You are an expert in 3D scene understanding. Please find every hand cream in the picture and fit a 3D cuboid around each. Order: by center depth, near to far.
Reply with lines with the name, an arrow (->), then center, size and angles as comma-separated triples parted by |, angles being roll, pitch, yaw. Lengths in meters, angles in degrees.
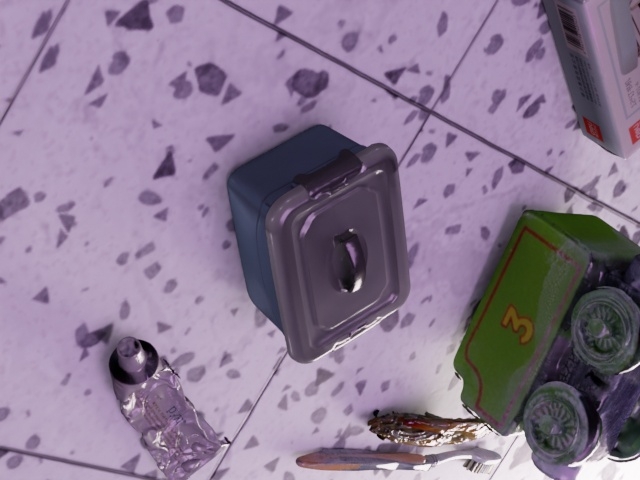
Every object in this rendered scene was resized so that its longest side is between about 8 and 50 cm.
hand cream -> -0.169, 0.176, 1.758 | 0.084, 0.050, 0.257 | -39, 144, -12

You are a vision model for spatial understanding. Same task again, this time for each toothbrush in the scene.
toothbrush -> 0.105, 0.276, 2.091 | 0.375, 0.028, 0.037 | 9, 119, -46

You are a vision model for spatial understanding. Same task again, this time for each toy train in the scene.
toy train -> 0.302, 0.127, 1.996 | 0.173, 0.249, 0.307 | 3, 118, -45

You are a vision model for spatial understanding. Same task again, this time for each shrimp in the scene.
shrimp -> 0.133, 0.228, 2.051 | 0.190, 0.101, 0.042 | 7, 69, -35

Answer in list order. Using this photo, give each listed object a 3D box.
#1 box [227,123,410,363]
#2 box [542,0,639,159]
box -> 0.000, 0.000, 1.725 | 0.162, 0.130, 0.227 | -31, 136, -24
box -> 0.347, -0.230, 1.916 | 0.135, 0.079, 0.269 | -40, 137, -13
